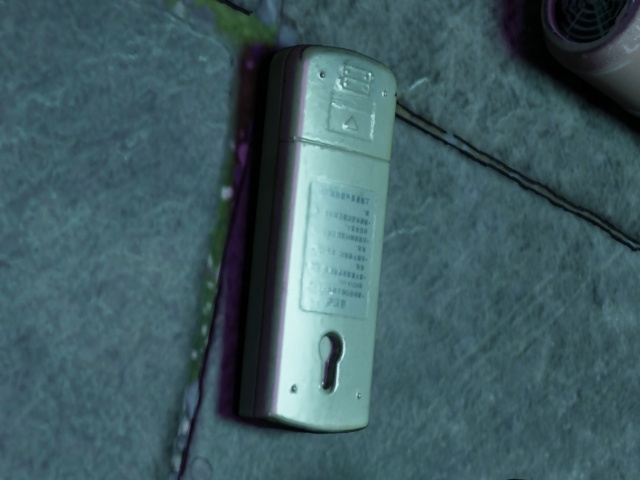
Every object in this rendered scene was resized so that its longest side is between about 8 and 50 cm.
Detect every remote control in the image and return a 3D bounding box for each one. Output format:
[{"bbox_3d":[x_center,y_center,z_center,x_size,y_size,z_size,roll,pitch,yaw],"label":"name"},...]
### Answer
[{"bbox_3d":[0.000,0.000,1.183,0.098,0.038,0.233,11,81,-47],"label":"remote control"}]

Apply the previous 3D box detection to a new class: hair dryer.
[{"bbox_3d":[0.250,-0.254,1.445,0.189,0.107,0.344,25,61,-45],"label":"hair dryer"}]

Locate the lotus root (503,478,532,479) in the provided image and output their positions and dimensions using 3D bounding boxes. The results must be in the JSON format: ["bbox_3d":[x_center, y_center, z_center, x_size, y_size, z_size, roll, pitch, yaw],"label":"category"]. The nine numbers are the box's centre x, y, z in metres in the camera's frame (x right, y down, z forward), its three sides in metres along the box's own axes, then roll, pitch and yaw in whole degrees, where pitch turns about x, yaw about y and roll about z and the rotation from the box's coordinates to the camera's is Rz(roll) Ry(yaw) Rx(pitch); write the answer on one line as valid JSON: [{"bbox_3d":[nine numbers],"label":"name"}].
[{"bbox_3d":[0.038,0.274,1.153,0.314,0.142,0.210,-42,156,-45],"label":"lotus root"}]
